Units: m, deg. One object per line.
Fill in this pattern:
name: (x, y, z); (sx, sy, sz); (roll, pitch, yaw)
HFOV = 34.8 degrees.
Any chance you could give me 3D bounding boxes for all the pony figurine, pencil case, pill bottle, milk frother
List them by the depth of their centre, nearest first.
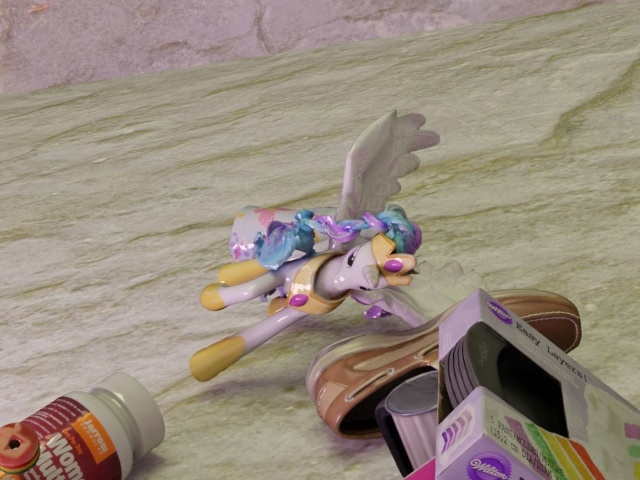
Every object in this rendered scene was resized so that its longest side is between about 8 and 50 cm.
milk frother: (0.092, 0.219, 0.987); (0.129, 0.135, 0.143); (-11, 18, 37)
pill bottle: (-0.287, 0.243, 1.129); (0.121, 0.121, 0.221); (12, 33, 41)
pony figurine: (0.035, 0.032, 1.298); (0.363, 0.303, 0.351); (-23, 6, 36)
pencil case: (0.000, 0.000, 1.547); (0.273, 0.113, 0.124); (0, 18, 24)

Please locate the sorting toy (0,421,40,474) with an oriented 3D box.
sorting toy: (-0.300, 0.299, 0.922); (0.132, 0.046, 0.274); (-11, 60, -18)

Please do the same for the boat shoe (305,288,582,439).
boat shoe: (0.149, 0.152, 1.156); (0.324, 0.123, 0.116); (-19, 31, -1)

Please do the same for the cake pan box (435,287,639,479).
cake pan box: (0.211, 0.184, 0.899); (0.070, 0.267, 0.246); (-49, 10, 22)

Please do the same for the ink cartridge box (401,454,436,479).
ink cartridge box: (0.094, 0.285, 0.823); (0.371, 0.069, 0.176); (-26, 68, -35)
